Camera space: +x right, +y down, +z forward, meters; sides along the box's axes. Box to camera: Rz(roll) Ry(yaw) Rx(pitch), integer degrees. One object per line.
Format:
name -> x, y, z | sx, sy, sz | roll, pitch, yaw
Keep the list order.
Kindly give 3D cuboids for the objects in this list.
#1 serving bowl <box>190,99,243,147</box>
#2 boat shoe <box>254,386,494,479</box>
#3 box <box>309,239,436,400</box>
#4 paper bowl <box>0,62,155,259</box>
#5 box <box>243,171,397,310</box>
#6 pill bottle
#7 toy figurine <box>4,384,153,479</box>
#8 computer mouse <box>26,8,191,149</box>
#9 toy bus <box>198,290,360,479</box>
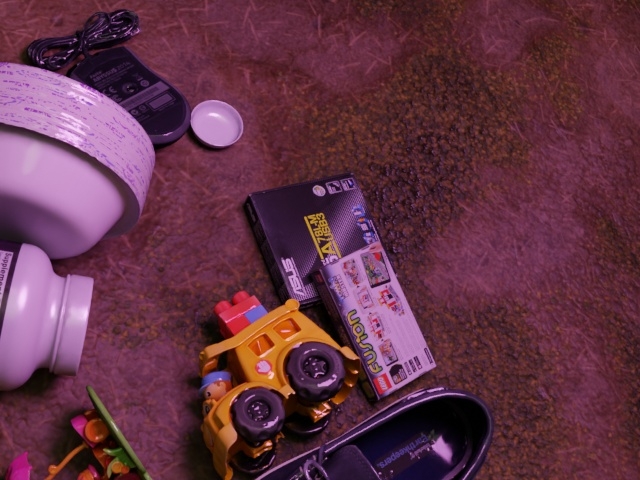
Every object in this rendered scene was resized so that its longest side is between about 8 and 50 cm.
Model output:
serving bowl -> -0.164, -0.177, 1.347 | 0.083, 0.027, 0.083 | 8, 63, -16
boat shoe -> 0.033, 0.340, 1.096 | 0.500, 0.156, 0.186 | -30, 80, -29
box -> 0.078, 0.116, 1.258 | 0.114, 0.036, 0.206 | -24, 91, -27
paper bowl -> -0.360, -0.079, 1.073 | 0.284, 0.284, 0.148 | 16, 61, -13
box -> 0.000, 0.000, 1.313 | 0.184, 0.045, 0.190 | -12, 70, -28
pill bottle -> -0.445, 0.079, 1.024 | 0.323, 0.181, 0.181 | 11, 62, -17
toy figurine -> -0.300, 0.290, 1.037 | 0.159, 0.130, 0.173 | -34, 105, -17
computer mouse -> -0.297, -0.226, 1.303 | 0.189, 0.072, 0.272 | -31, 67, -28
toy bus -> -0.090, 0.176, 1.145 | 0.220, 0.149, 0.211 | -32, 66, -28
